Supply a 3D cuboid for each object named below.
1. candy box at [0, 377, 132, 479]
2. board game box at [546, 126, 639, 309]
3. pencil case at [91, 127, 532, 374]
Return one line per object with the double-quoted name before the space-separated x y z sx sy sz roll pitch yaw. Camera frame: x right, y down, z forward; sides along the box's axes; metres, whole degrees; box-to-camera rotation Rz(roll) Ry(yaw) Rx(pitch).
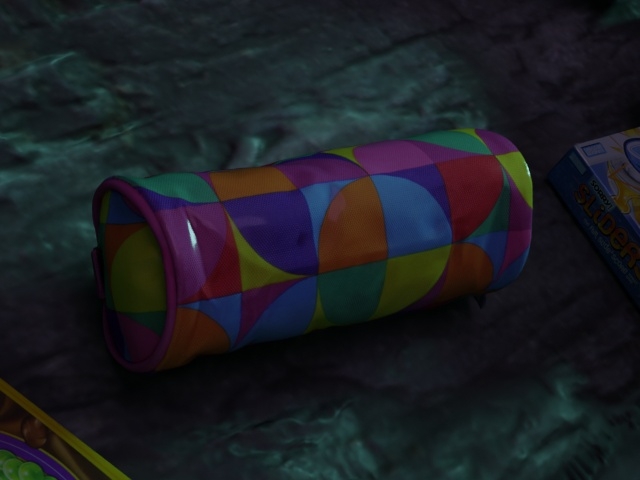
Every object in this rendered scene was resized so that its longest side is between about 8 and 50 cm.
"candy box" -0.151 0.106 0.504 0.206 0.027 0.105 37 51 2
"board game box" 0.260 -0.019 0.810 0.201 0.035 0.136 -17 66 -37
"pencil case" 0.000 0.000 0.620 0.236 0.104 0.104 -9 61 -35
